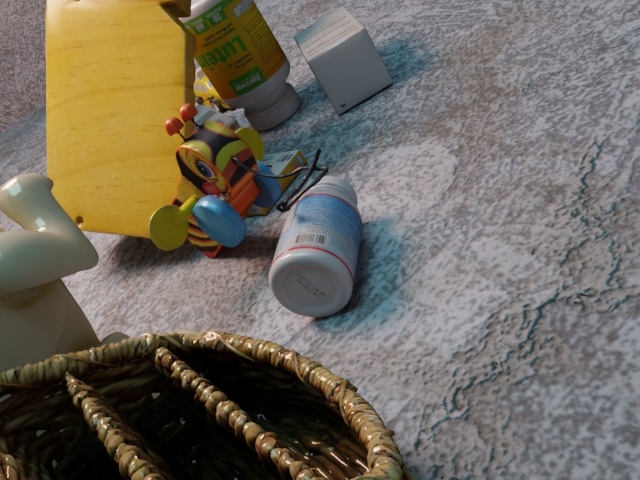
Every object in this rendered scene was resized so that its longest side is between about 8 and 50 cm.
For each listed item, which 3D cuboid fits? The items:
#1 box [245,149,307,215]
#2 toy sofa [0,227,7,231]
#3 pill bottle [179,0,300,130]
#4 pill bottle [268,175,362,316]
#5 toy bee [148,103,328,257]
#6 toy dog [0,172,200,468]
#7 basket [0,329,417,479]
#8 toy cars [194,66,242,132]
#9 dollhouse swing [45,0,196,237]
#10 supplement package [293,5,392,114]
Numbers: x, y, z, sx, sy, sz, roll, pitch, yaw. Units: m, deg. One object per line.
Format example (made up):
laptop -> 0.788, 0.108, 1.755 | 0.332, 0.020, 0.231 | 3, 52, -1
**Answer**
box -> -0.079, -0.090, 1.005 | 0.081, 0.028, 0.136 | -2, 44, 42
toy sofa -> -0.632, 0.126, 1.131 | 0.362, 0.177, 0.150 | -26, 55, 12
pill bottle -> -0.137, -0.316, 1.166 | 0.136, 0.246, 0.136 | -24, 32, 16
pill bottle -> 0.000, 0.000, 0.740 | 0.087, 0.087, 0.160 | -18, 33, 24
toy bee -> -0.121, -0.087, 0.822 | 0.298, 0.162, 0.195 | -37, 12, 38
toy dog -> -0.365, 0.101, 0.622 | 0.284, 0.408, 0.395 | -14, 35, 31
basket -> -0.076, 0.150, 0.463 | 0.213, 0.223, 0.299 | -44, 31, -18
toy cars -> -0.226, -0.274, 1.349 | 0.176, 0.087, 0.394 | -23, 32, 17
dollhouse swing -> -0.266, -0.199, 1.094 | 0.315, 0.347, 0.305 | 6, 8, 22
supplement package -> 0.034, -0.303, 1.126 | 0.105, 0.105, 0.179 | -29, 31, 7
